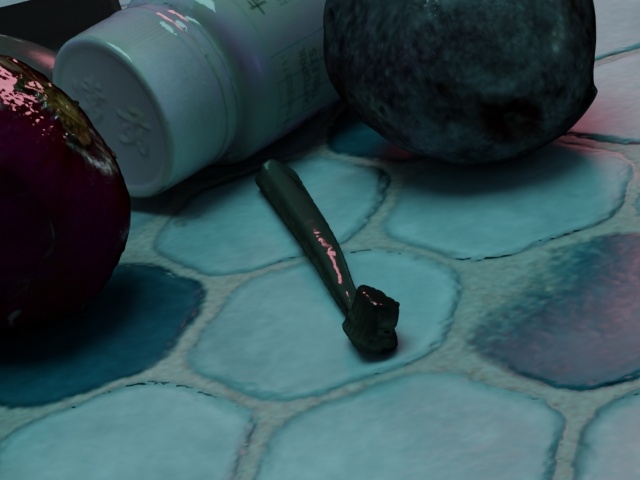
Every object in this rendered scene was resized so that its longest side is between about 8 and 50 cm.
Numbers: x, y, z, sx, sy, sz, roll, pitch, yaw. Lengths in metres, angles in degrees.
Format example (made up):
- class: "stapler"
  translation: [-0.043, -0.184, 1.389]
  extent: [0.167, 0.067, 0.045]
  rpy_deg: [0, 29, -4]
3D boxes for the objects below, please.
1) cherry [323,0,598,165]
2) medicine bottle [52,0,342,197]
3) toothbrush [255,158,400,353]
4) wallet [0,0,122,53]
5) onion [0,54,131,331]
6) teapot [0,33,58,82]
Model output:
- class: "cherry"
  translation: [0.098, -0.138, 1.103]
  extent: [0.195, 0.195, 0.195]
  rpy_deg: [-11, 25, 5]
- class: "medicine bottle"
  translation: [-0.066, -0.141, 1.213]
  extent: [0.152, 0.152, 0.254]
  rpy_deg: [11, 33, 41]
- class: "toothbrush"
  translation: [0.000, 0.000, 1.031]
  extent: [0.030, 0.030, 0.297]
  rpy_deg: [8, 18, -17]
- class: "wallet"
  translation: [-0.373, -0.144, 1.480]
  extent: [0.406, 0.062, 0.228]
  rpy_deg: [-15, 25, -7]
- class: "onion"
  translation: [-0.235, -0.009, 1.014]
  extent: [0.218, 0.195, 0.140]
  rpy_deg: [-44, 9, 10]
- class: "teapot"
  translation: [-0.219, -0.093, 1.271]
  extent: [0.146, 0.148, 0.116]
  rpy_deg: [11, 68, 24]
